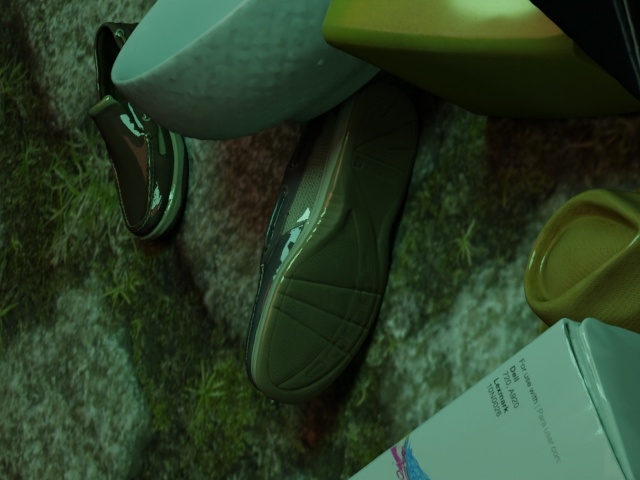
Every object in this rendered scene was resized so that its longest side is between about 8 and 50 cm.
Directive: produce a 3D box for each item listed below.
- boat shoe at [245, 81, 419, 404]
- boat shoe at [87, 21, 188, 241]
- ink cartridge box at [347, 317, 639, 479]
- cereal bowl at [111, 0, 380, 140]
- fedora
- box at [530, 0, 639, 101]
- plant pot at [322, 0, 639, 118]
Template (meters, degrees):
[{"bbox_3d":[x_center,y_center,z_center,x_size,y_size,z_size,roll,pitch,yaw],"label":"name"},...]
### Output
[{"bbox_3d":[0.000,0.000,1.251,0.092,0.103,0.285,7,77,57],"label":"boat shoe"},{"bbox_3d":[-0.207,-0.120,1.550,0.095,0.095,0.257,-35,51,38],"label":"boat shoe"},{"bbox_3d":[0.137,0.185,0.919,0.278,0.201,0.117,-42,47,32],"label":"ink cartridge box"},{"bbox_3d":[-0.013,-0.206,1.262,0.339,0.141,0.339,-38,20,17],"label":"cereal bowl"},{"bbox_3d":[0.198,0.020,0.984,0.194,0.079,0.194,-42,32,34],"label":"fedora"},{"bbox_3d":[0.218,-0.407,0.818,0.472,0.297,0.480,-33,46,-1],"label":"box"},{"bbox_3d":[0.163,-0.197,1.052,0.187,0.212,0.212,22,93,42],"label":"plant pot"}]
